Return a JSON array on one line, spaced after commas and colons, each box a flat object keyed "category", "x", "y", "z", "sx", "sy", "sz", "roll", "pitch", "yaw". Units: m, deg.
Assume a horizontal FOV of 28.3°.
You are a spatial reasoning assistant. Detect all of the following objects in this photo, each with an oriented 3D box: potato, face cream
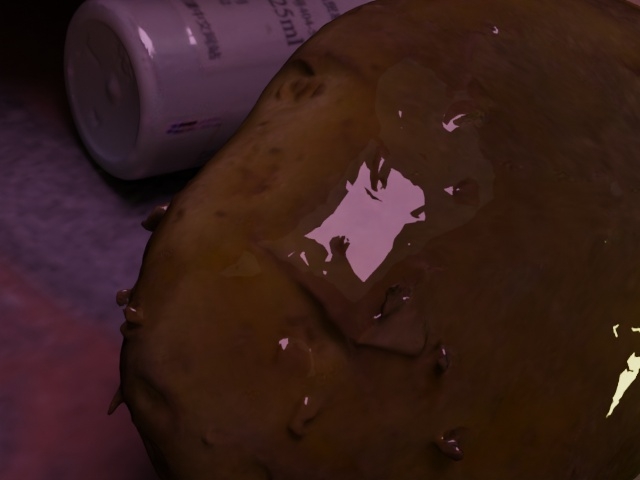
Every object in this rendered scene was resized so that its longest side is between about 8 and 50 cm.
[{"category": "potato", "x": 0.059, "y": 0.005, "z": 0.442, "sx": 0.296, "sy": 0.141, "sz": 0.191, "roll": -28, "pitch": 93, "yaw": -40}, {"category": "face cream", "x": 0.016, "y": -0.091, "z": 0.600, "sx": 0.269, "sy": 0.082, "sz": 0.082, "roll": -15, "pitch": 50, "yaw": -34}]
